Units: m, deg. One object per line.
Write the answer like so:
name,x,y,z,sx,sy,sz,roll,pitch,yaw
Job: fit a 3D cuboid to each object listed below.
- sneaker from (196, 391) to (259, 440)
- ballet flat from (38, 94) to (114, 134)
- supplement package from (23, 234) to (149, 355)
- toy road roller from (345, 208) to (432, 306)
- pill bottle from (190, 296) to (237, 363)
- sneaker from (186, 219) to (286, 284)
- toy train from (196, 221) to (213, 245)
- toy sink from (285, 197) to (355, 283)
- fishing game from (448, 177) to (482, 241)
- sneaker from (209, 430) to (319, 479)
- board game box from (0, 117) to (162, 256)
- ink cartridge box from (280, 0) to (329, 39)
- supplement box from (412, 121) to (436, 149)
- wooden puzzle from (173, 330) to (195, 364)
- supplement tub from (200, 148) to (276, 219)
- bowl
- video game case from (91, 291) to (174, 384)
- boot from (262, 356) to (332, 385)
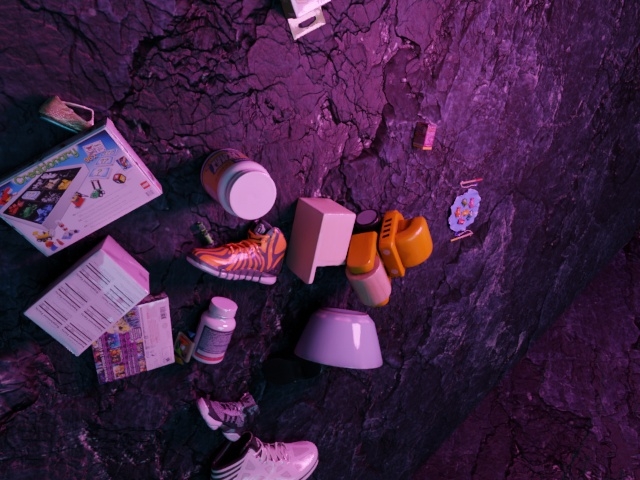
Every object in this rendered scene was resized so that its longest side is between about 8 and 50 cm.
sneaker,-0.307,0.573,1.511,0.153,0.101,0.269,-39,135,-13
ballet flat,-0.501,-0.249,0.975,0.206,0.073,0.067,28,81,-44
supplement package,-0.531,0.120,1.037,0.203,0.194,0.149,-42,111,-9
toy road roller,0.234,0.041,1.455,0.203,0.240,0.330,61,32,-38
pill bottle,-0.318,0.269,1.336,0.107,0.108,0.180,12,106,-38
sneaker,-0.226,0.016,1.271,0.321,0.124,0.180,14,100,-53
toy train,-0.322,-0.018,1.242,0.017,0.023,0.083,-34,128,-15
toy sink,0.000,0.000,1.388,0.131,0.152,0.235,-1,113,-34
fishing game,0.598,-0.121,1.810,0.189,0.041,0.264,-12,119,-32
sneaker,-0.197,0.821,1.663,0.446,0.169,0.258,-10,120,-28
board game box,-0.539,-0.111,0.975,0.305,0.053,0.193,-28,129,0
ink cartridge box,-0.046,-0.622,1.095,0.109,0.062,0.209,-35,129,-15
supplement box,0.355,-0.358,1.511,0.043,0.055,0.084,-7,117,-33
wooden puzzle,-0.411,0.320,1.324,0.014,0.078,0.117,3,106,-57
supplement tub,-0.212,-0.146,1.136,0.144,0.199,0.145,-16,121,-28
bowl,0.071,0.328,1.541,0.311,0.311,0.163,11,84,-38
video game case,-0.527,0.273,1.239,0.210,0.041,0.232,-12,119,-29
boot,-0.050,0.455,1.604,0.229,0.262,0.091,13,70,-66
